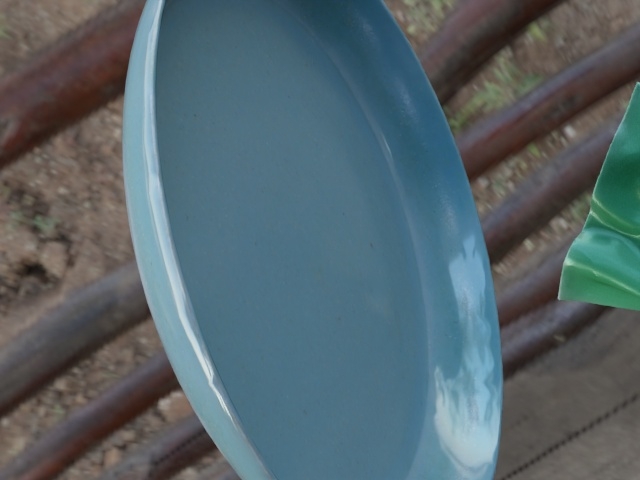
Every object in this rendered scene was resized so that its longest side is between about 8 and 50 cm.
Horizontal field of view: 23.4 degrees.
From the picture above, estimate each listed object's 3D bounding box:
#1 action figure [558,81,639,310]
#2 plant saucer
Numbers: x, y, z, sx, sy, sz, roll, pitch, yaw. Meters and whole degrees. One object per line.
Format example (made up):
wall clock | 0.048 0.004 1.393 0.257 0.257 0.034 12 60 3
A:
action figure | 0.257 0.019 0.834 0.232 0.063 0.137 27 121 22
plant saucer | 0.000 0.000 0.724 0.043 0.317 0.318 -16 74 26
